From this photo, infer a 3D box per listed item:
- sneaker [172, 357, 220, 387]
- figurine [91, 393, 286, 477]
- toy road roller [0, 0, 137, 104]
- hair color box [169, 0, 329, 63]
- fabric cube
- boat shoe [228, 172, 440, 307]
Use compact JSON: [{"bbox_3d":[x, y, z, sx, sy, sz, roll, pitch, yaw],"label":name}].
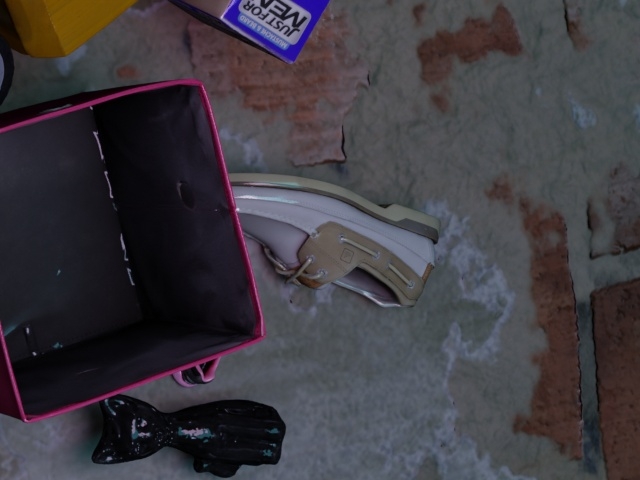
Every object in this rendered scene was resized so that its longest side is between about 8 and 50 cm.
[{"bbox_3d":[-0.112,0.097,1.944,0.047,0.057,0.119,22,79,-28],"label":"sneaker"},{"bbox_3d":[-0.152,0.261,1.885,0.209,0.092,0.214,11,87,-42],"label":"figurine"},{"bbox_3d":[-0.316,-0.282,1.675,0.329,0.202,0.240,-40,139,-26],"label":"toy road roller"},{"bbox_3d":[-0.023,-0.361,1.856,0.110,0.185,0.338,28,92,-38],"label":"hair color box"},{"bbox_3d":[-0.243,0.001,1.745,0.254,0.258,0.259,-18,101,-29],"label":"fabric cube"},{"bbox_3d":[0.000,0.000,1.976,0.302,0.113,0.103,13,79,-32],"label":"boat shoe"}]
